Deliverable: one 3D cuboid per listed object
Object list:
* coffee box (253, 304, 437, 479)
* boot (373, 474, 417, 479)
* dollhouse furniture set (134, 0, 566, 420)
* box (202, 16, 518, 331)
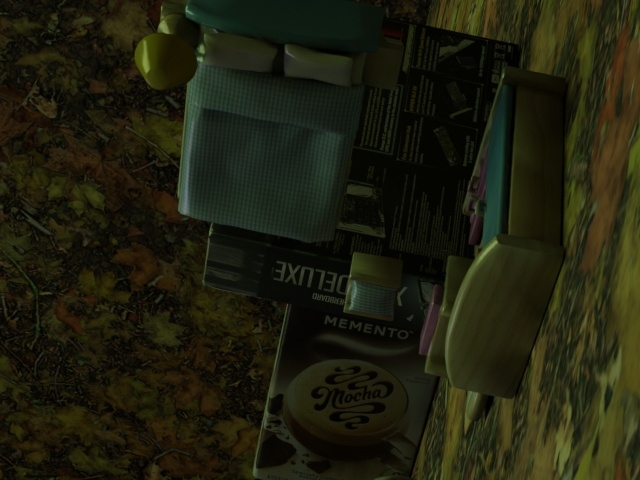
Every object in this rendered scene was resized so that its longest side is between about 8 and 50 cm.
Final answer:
[{"bbox_3d":[0.037,0.124,1.707,0.119,0.168,0.297,-79,1,-53],"label":"coffee box"},{"bbox_3d":[0.073,0.219,1.080,0.258,0.095,0.123,-94,20,-55],"label":"boot"},{"bbox_3d":[0.000,0.000,1.173,0.198,0.303,0.286,-78,0,-49],"label":"dollhouse furniture set"},{"bbox_3d":[0.043,-0.072,1.449,0.076,0.242,0.307,103,178,-50],"label":"box"}]
